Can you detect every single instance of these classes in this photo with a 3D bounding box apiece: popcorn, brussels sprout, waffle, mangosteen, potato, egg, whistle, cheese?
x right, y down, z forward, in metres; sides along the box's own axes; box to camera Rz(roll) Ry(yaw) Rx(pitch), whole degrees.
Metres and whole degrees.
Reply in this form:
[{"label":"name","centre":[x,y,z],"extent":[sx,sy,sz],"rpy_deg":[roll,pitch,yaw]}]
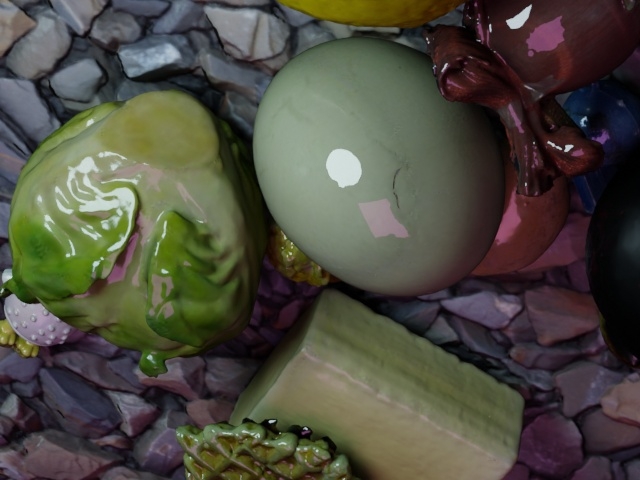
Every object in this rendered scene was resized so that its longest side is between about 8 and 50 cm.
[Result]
[{"label":"popcorn","centre":[0.000,0.000,1.693],"extent":[0.120,0.106,0.116],"rpy_deg":[10,121,7]},{"label":"brussels sprout","centre":[-0.182,-0.002,1.662],"extent":[0.259,0.227,0.294],"rpy_deg":[15,126,1]},{"label":"waffle","centre":[-0.047,0.270,1.807],"extent":[0.214,0.054,0.208],"rpy_deg":[1,132,21]},{"label":"mangosteen","centre":[0.374,0.023,1.529],"extent":[0.275,0.275,0.302],"rpy_deg":[18,161,1]},{"label":"potato","centre":[0.188,-0.032,1.617],"extent":[0.112,0.112,0.147],"rpy_deg":[20,124,0]},{"label":"egg","centre":[0.054,-0.070,1.529],"extent":[0.269,0.219,0.219],"rpy_deg":[42,136,24]},{"label":"whistle","centre":[0.270,-0.094,1.552],"extent":[0.090,0.090,0.158],"rpy_deg":[-12,124,24]},{"label":"cheese","centre":[0.057,0.208,1.836],"extent":[0.265,0.124,0.242],"rpy_deg":[29,136,-9]}]

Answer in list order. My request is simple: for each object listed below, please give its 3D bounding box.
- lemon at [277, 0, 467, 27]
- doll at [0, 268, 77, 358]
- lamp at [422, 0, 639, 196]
[{"label":"lemon","centre":[0.033,-0.296,1.334],"extent":[0.284,0.260,0.260],"rpy_deg":[32,132,8]},{"label":"doll","centre":[-0.290,0.058,1.841],"extent":[0.129,0.081,0.207],"rpy_deg":[32,129,-20]},{"label":"lamp","centre":[0.201,-0.179,1.445],"extent":[0.223,0.151,0.215],"rpy_deg":[-43,108,15]}]
